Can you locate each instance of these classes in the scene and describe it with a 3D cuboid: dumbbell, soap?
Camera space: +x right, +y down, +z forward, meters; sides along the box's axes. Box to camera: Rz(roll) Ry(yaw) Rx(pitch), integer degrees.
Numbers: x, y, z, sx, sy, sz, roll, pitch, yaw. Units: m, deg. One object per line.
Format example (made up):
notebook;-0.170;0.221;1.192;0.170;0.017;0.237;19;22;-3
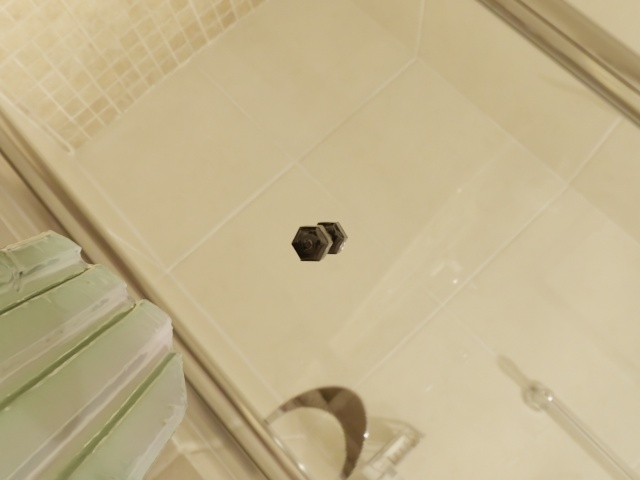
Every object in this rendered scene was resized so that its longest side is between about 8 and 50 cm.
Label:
dumbbell;0.000;0.000;0.632;0.036;0.040;0.083;-32;175;18
soap;-0.279;0.154;0.529;0.156;0.261;0.446;-50;-176;10
